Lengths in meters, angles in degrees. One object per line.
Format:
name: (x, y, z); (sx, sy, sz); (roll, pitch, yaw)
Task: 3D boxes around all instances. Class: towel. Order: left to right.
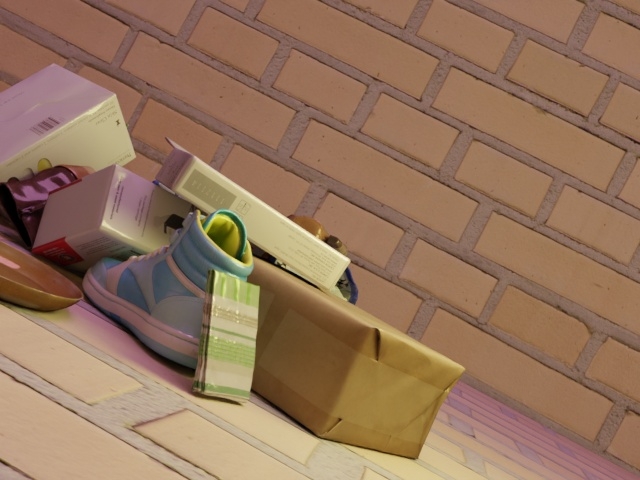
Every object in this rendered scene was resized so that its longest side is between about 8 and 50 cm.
towel: (-0.116, 0.120, 1.177); (0.023, 0.151, 0.113); (-3, -16, 27)

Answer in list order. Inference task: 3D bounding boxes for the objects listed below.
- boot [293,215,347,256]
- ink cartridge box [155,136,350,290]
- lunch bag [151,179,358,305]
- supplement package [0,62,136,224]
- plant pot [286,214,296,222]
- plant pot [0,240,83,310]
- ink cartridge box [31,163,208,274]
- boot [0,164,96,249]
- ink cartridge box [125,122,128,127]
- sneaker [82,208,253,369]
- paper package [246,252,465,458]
boot: (0.000, 0.000, 1.903); (0.118, 0.042, 0.087); (31, -16, 15)
ink cartridge box: (-0.122, -0.045, 1.506); (0.296, 0.066, 0.261); (34, -1, -22)
lunch bag: (-0.136, 0.058, 1.861); (0.328, 0.238, 0.385); (27, 7, 26)
supplement package: (-0.509, -0.174, 1.718); (0.204, 0.262, 0.145); (29, -35, 35)
plant pot: (-0.048, 0.070, 2.126); (0.237, 0.110, 0.237); (54, -12, 18)
plant pot: (-0.403, 0.029, 1.158); (0.236, 0.032, 0.236); (28, -1, 0)
ink cartridge box: (-0.283, 0.003, 1.521); (0.197, 0.114, 0.273); (-14, -33, 43)
boot: (-0.414, -0.007, 1.594); (0.248, 0.090, 0.207); (61, 33, 1)
ink cartridge box: (-0.524, -0.163, 1.876); (0.189, 0.255, 0.097); (28, -2, 34)
sneaker: (-0.202, 0.036, 1.325); (0.127, 0.208, 0.319); (27, -1, -43)
paper package: (0.002, 0.167, 1.443); (0.325, 0.168, 0.309); (27, 0, 38)
